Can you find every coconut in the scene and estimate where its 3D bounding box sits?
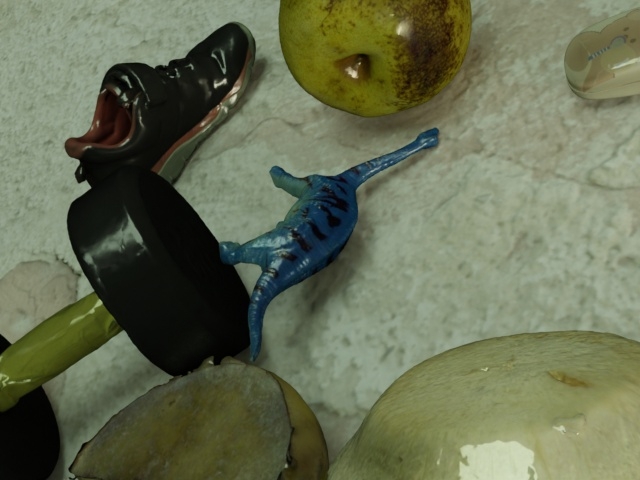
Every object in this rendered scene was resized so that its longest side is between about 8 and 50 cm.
[{"bbox_3d":[0.125,0.194,0.534,0.237,0.266,0.237,-12,14,3],"label":"coconut"}]

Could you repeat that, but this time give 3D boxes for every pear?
[{"bbox_3d":[0.057,-0.232,0.981,0.197,0.197,0.197,-20,46,22],"label":"pear"}]

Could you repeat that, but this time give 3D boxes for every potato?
[{"bbox_3d":[-0.084,0.177,0.803,0.243,0.098,0.138,2,55,41],"label":"potato"}]

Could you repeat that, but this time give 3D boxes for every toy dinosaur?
[{"bbox_3d":[-0.016,-0.008,0.924,0.144,0.076,0.329,4,41,43],"label":"toy dinosaur"}]

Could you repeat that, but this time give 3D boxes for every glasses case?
[{"bbox_3d":[0.316,-0.176,0.844,0.204,0.051,0.081,-13,48,28],"label":"glasses case"}]

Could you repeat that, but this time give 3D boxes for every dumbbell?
[{"bbox_3d":[-0.244,0.097,0.910,0.322,0.204,0.204,-34,42,8],"label":"dumbbell"}]

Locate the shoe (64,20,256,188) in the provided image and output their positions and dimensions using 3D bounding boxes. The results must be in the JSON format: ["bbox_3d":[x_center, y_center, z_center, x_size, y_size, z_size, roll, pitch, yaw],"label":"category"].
[{"bbox_3d":[-0.199,-0.166,1.149,0.114,0.137,0.291,22,69,44],"label":"shoe"}]
